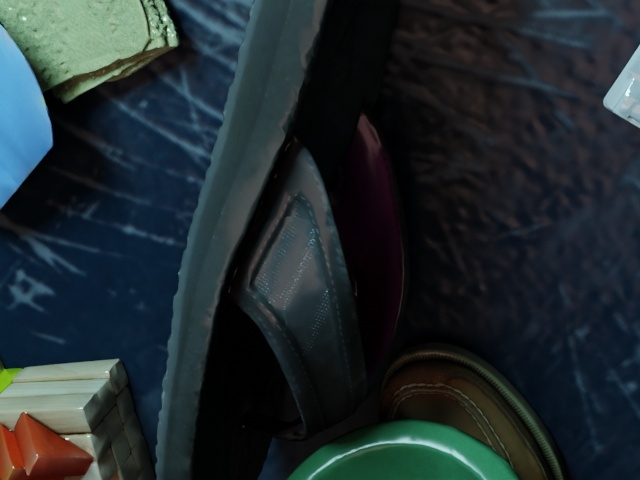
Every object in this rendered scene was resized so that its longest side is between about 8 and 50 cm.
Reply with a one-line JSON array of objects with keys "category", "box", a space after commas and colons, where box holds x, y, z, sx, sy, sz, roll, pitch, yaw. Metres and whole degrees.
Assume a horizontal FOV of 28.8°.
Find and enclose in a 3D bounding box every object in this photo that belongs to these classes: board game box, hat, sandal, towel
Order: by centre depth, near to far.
[{"category": "sandal", "box": [-0.001, 0.000, 0.696, 0.107, 0.167, 0.445, 22, 118, 13]}, {"category": "hat", "box": [0.071, 0.238, 0.746, 0.173, 0.208, 0.183, -20, 140, 9]}, {"category": "towel", "box": [-0.158, -0.163, 0.758, 0.110, 0.027, 0.148, -19, 107, 27]}, {"category": "board game box", "box": [-0.229, -0.092, 0.810, 0.133, 0.033, 0.169, 49, 133, -1]}]

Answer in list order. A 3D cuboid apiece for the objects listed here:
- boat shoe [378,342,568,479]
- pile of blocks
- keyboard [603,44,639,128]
[{"category": "boat shoe", "box": [0.109, 0.217, 0.796, 0.111, 0.104, 0.307, -13, 108, 25]}, {"category": "pile of blocks", "box": [-0.303, 0.127, 0.895, 0.362, 0.112, 0.149, 18, 118, 11]}, {"category": "keyboard", "box": [0.281, -0.037, 0.673, 0.256, 0.014, 0.072, 31, 115, 3]}]
